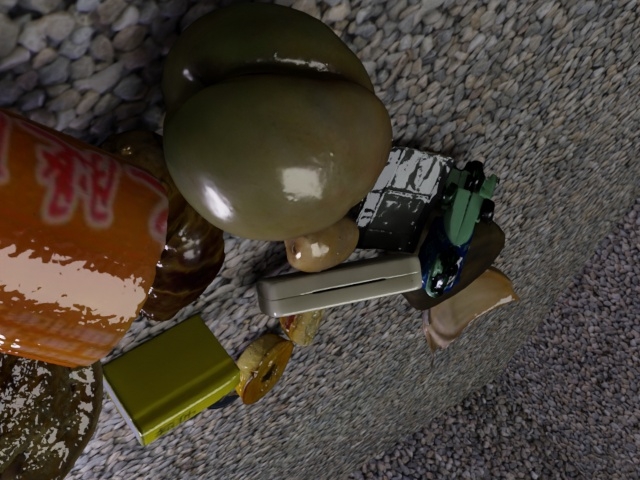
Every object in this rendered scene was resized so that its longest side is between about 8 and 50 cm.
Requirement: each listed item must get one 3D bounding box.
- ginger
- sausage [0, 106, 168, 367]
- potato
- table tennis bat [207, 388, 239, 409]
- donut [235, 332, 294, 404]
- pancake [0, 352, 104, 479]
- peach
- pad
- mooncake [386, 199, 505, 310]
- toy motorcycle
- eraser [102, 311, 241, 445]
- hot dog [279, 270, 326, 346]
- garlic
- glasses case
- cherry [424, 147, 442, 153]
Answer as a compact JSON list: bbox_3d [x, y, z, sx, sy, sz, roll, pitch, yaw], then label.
[{"bbox_3d":[-0.257,0.011,1.097,0.274,0.152,0.357,-40,154,-2],"label":"ginger"},{"bbox_3d":[-0.322,-0.016,0.777,0.287,0.233,0.233,25,114,-41],"label":"sausage"},{"bbox_3d":[0.000,0.000,1.507,0.178,0.109,0.118,-4,114,-52],"label":"potato"},{"bbox_3d":[-0.228,0.342,1.857,0.150,0.027,0.236,-50,156,16],"label":"table tennis bat"},{"bbox_3d":[-0.135,0.284,1.822,0.162,0.065,0.178,-15,135,-56],"label":"donut"},{"bbox_3d":[-0.435,0.244,1.136,0.356,0.065,0.356,-38,136,-47],"label":"pancake"},{"bbox_3d":[-0.053,-0.139,0.967,0.247,0.292,0.292,-38,160,30],"label":"peach"},{"bbox_3d":[0.159,-0.078,1.585,0.174,0.022,0.233,5,120,-29],"label":"pad"},{"bbox_3d":[0.285,0.026,1.901,0.290,0.161,0.290,-32,156,-16],"label":"mooncake"},{"bbox_3d":[0.274,-0.017,1.676,0.196,0.125,0.331,116,-5,-62],"label":"toy motorcycle"},{"bbox_3d":[-0.275,0.254,1.477,0.226,0.158,0.069,-29,156,-24],"label":"eraser"},{"bbox_3d":[-0.040,0.146,1.728,0.073,0.084,0.242,-18,148,-33],"label":"hot dog"},{"bbox_3d":[0.391,0.188,2.299,0.338,0.196,0.151,-36,140,-6],"label":"garlic"},{"bbox_3d":[0.037,0.085,1.578,0.313,0.070,0.131,-10,-177,-17],"label":"glasses case"},{"bbox_3d":[0.181,-0.090,1.668,0.107,0.090,0.225,8,109,-15],"label":"cherry"}]
